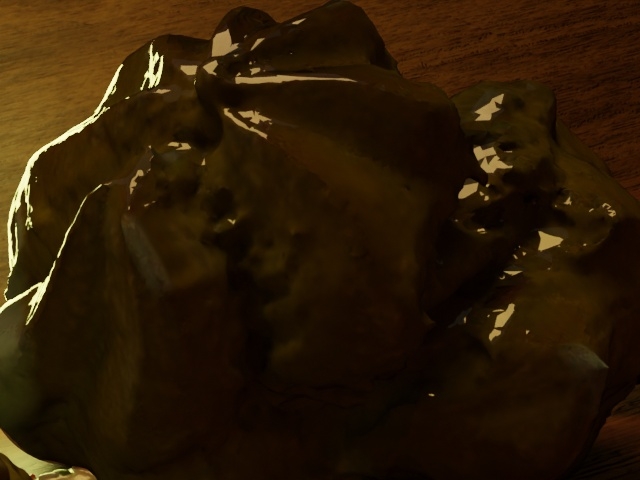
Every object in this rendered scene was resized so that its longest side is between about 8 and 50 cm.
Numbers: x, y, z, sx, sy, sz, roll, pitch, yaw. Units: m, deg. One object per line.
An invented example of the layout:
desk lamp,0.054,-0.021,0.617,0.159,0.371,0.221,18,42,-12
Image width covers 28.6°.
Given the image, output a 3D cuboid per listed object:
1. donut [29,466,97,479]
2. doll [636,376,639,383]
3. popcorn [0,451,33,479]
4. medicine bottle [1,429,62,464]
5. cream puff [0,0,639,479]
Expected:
donut,-0.171,0.176,0.808,0.166,0.065,0.108,-15,3,1
doll,0.254,0.037,0.835,0.182,0.117,0.257,-33,6,-13
popcorn,-0.194,0.134,0.389,0.259,0.212,0.259,-9,-3,0
medicine bottle,-0.239,0.129,1.251,0.152,0.152,0.254,-15,2,-7
cream puff,0.000,0.000,0.674,0.378,0.275,0.378,-6,27,3
